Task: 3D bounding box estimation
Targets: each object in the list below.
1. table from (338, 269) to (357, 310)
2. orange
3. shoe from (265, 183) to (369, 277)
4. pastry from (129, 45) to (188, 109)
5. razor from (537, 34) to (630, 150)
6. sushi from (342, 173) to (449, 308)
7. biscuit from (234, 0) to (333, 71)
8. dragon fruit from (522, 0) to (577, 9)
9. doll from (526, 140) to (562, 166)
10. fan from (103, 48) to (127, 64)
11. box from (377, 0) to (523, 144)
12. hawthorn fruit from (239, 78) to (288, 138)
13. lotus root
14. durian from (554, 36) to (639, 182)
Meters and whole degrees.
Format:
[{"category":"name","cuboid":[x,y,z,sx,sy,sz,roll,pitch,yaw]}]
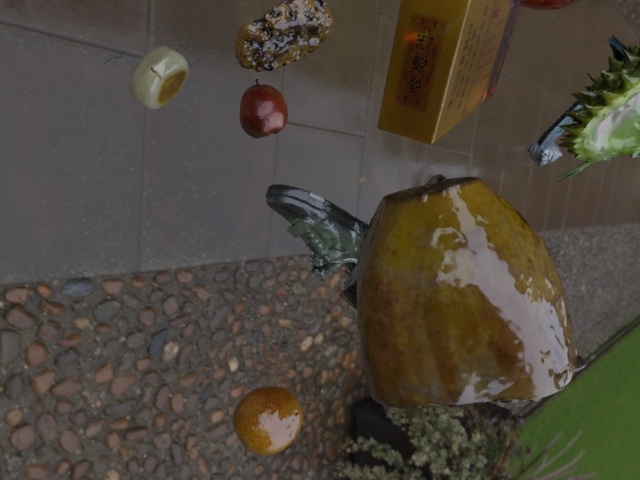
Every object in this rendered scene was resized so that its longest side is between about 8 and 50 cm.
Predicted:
[{"category":"table","cuboid":[0.166,0.184,1.628,0.167,0.226,0.167,-12,116,-26]},{"category":"orange","cuboid":[-0.150,0.519,1.429,0.206,0.206,0.206,-14,110,-45]},{"category":"shoe","cuboid":[-0.001,0.001,1.053,0.292,0.109,0.149,25,77,-13]},{"category":"pastry","cuboid":[-0.392,-0.396,1.189,0.092,0.156,0.156,36,68,-8]},{"category":"razor","cuboid":[0.416,-0.220,0.780,0.033,0.066,0.190,9,135,-23]},{"category":"sushi","cuboid":[0.187,0.038,0.919,0.207,0.234,0.348,40,52,1]},{"category":"biscuit","cuboid":[-0.106,-0.628,1.537,0.333,0.289,0.081,-23,82,-21]},{"category":"dragon fruit","cuboid":[0.497,-0.667,1.098,0.342,0.277,0.277,49,62,-17]},{"category":"doll","cuboid":[0.631,-0.250,1.386,0.180,0.094,0.079,-25,130,-61]},{"category":"fan","cuboid":[-0.550,-0.485,1.311,0.060,0.080,0.003,-43,111,-31]},{"category":"box","cuboid":[0.264,-0.369,0.931,0.415,0.115,0.265,-41,146,-47]},{"category":"hawthorn fruit","cuboid":[-0.204,-0.473,1.756,0.185,0.185,0.202,-19,104,-44]},{"category":"lotus root","cuboid":[0.116,0.028,0.450,0.199,0.188,0.180,-69,146,-73]},{"category":"durian","cuboid":[0.463,-0.179,0.575,0.157,0.355,0.170,-53,129,-68]}]
